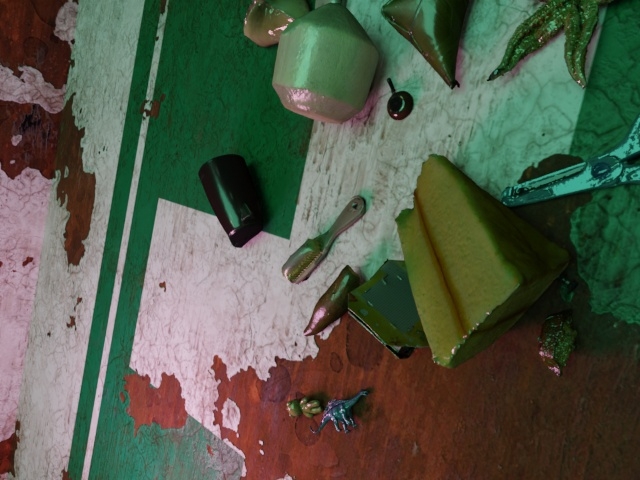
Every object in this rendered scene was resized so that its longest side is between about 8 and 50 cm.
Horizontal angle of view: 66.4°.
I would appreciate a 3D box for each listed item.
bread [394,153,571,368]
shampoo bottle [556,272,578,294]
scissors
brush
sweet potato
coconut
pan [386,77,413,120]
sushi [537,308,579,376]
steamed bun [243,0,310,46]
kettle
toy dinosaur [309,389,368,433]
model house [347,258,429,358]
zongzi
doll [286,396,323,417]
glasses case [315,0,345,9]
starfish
[{"bbox_3d":[0.230,0.012,0.925,0.362,0.244,0.233,50,130,29],"label":"bread"},{"bbox_3d":[0.416,0.044,0.915,0.137,0.027,0.048,45,120,33],"label":"shampoo bottle"},{"bbox_3d":[0.503,-0.131,0.851,0.392,0.032,0.180,-17,76,38],"label":"scissors"},{"bbox_3d":[0.000,0.001,1.246,0.313,0.067,0.072,-46,59,26],"label":"brush"},{"bbox_3d":[0.029,0.166,1.204,0.077,0.077,0.244,48,120,31],"label":"sweet potato"},{"bbox_3d":[0.012,-0.419,1.157,0.237,0.237,0.266,27,109,38],"label":"coconut"},{"bbox_3d":[0.174,-0.337,1.147,0.068,0.023,0.115,-34,67,34],"label":"pan"},{"bbox_3d":[0.427,0.181,0.874,0.060,0.061,0.118,1,86,52],"label":"sushi"},{"bbox_3d":[-0.143,-0.644,1.383,0.212,0.110,0.231,-39,61,32],"label":"steamed bun"},{"bbox_3d":[-0.260,-0.103,1.428,0.202,0.144,0.232,-45,61,51],"label":"kettle"},{"bbox_3d":[0.047,0.424,1.188,0.197,0.045,0.080,-41,49,23],"label":"toy dinosaur"},{"bbox_3d":[0.178,0.173,1.059,0.219,0.207,0.136,40,148,24],"label":"model house"},{"bbox_3d":[0.281,-0.478,1.017,0.228,0.115,0.256,-41,68,25],"label":"zongzi"},{"bbox_3d":[-0.041,0.432,1.256,0.093,0.051,0.062,-3,113,43],"label":"doll"},{"bbox_3d":[0.030,-0.652,1.272,0.081,0.051,0.204,9,93,39],"label":"glasses case"},{"bbox_3d":[0.468,-0.436,0.871,0.357,0.078,0.348,7,91,40],"label":"starfish"}]
